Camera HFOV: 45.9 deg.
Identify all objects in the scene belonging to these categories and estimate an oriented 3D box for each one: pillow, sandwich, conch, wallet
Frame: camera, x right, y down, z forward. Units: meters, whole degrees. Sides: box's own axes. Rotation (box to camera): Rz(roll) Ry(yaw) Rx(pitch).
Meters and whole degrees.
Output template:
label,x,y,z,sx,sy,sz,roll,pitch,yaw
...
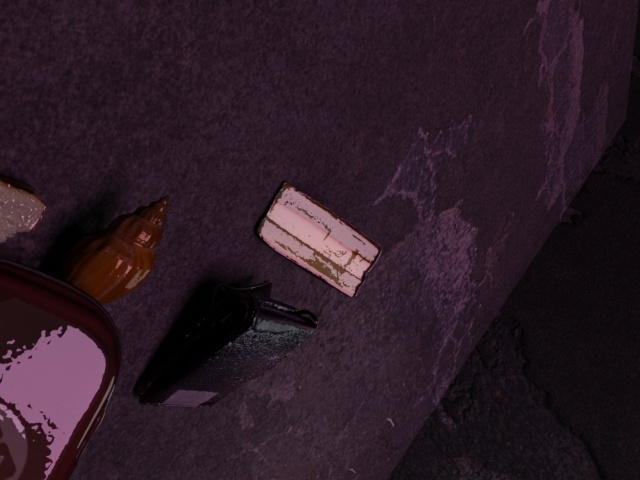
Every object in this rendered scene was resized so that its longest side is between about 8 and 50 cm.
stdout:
label,x,y,z,sx,sy,sz,roll,pitch,yaw
pillow,-0.140,0.110,1.273,0.091,0.055,0.136,-39,159,29
sandwich,0.000,0.000,1.313,0.117,0.144,0.187,-60,151,-6
sandwich,-0.358,-0.028,0.833,0.093,0.036,0.105,-63,152,2
conch,-0.307,0.061,0.944,0.330,0.109,0.093,-41,116,0
wallet,-0.152,0.188,1.259,0.262,0.071,0.221,-41,156,11

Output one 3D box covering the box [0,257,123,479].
label,x,y,z,sx,sy,sz,roll,pitch,yaw
box,-0.394,0.215,0.825,0.263,0.108,0.403,30,87,-29
